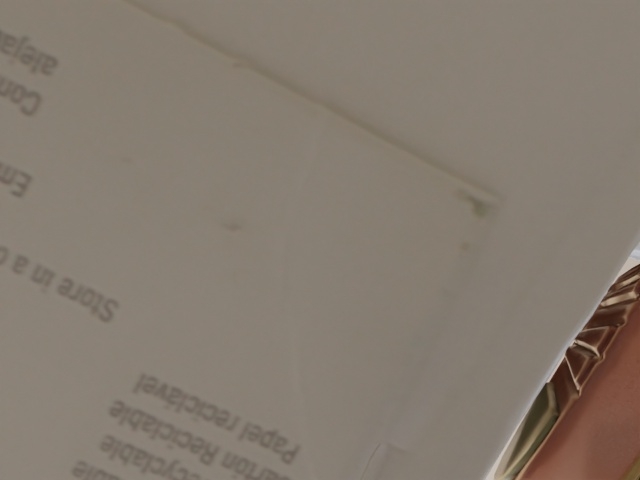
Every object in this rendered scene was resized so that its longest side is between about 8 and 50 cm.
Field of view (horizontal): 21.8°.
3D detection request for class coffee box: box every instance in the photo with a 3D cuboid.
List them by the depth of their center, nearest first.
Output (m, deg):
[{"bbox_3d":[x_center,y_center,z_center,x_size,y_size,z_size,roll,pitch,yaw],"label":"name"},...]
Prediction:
[{"bbox_3d":[-0.114,-0.085,0.474,0.337,0.334,0.338,28,100,-15],"label":"coffee box"}]

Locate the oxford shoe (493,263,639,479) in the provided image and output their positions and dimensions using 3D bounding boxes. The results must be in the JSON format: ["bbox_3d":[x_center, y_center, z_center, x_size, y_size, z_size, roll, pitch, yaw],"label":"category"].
[{"bbox_3d":[0.234,-0.015,0.655,0.146,0.140,0.397,37,88,4],"label":"oxford shoe"}]

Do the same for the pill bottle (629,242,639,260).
[{"bbox_3d":[0.179,-0.081,0.896,0.181,0.323,0.181,0,93,5],"label":"pill bottle"}]
